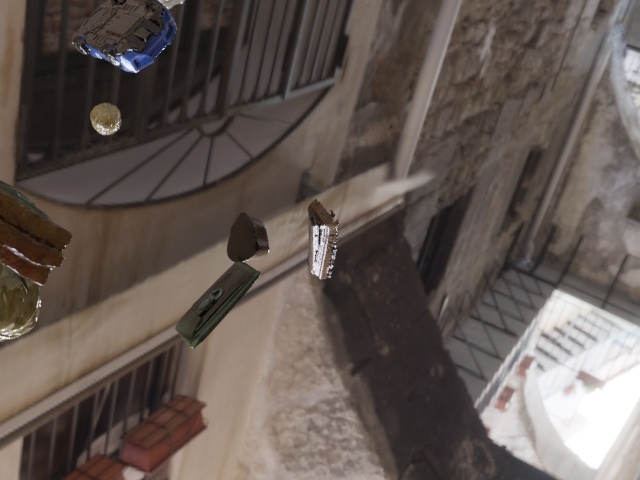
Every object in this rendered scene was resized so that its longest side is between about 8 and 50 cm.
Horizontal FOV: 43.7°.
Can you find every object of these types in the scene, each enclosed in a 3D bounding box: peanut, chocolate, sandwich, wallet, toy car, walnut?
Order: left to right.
[{"bbox_3d":[-0.839,0.124,1.980,0.277,0.253,0.282,59,-154,8],"label":"walnut"},{"bbox_3d":[-0.665,-0.060,1.582,0.325,0.131,0.262,24,169,48],"label":"sandwich"},{"bbox_3d":[-0.583,-0.331,2.174,0.082,0.082,0.187,9,178,-11],"label":"peanut"},{"bbox_3d":[-0.265,-0.278,1.079,0.063,0.103,0.216,47,169,-36],"label":"toy car"},{"bbox_3d":[-0.246,0.147,1.910,0.055,0.236,0.160,44,171,-23],"label":"wallet"},{"bbox_3d":[-0.193,-0.002,2.296,0.125,0.149,0.080,19,-170,36],"label":"chocolate"},{"bbox_3d":[-0.004,0.005,2.066,0.065,0.329,0.102,-27,-113,-15],"label":"chocolate"}]

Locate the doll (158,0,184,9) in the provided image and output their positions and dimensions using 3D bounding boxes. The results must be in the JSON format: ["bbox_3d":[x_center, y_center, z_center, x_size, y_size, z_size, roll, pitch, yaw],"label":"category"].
[{"bbox_3d":[-0.339,-0.519,1.543,0.192,0.095,0.149,21,-171,-47],"label":"doll"}]
